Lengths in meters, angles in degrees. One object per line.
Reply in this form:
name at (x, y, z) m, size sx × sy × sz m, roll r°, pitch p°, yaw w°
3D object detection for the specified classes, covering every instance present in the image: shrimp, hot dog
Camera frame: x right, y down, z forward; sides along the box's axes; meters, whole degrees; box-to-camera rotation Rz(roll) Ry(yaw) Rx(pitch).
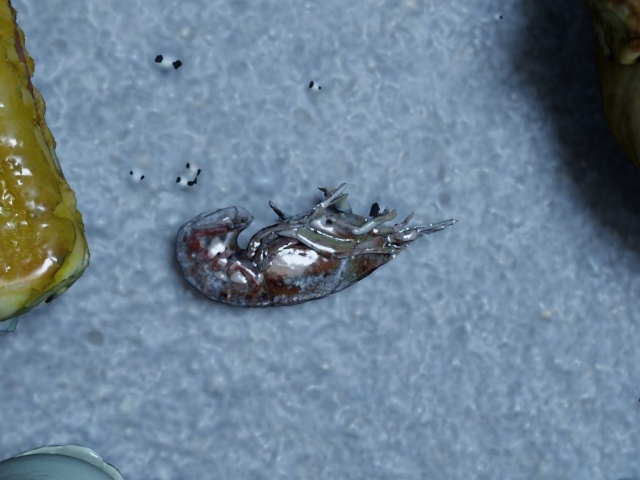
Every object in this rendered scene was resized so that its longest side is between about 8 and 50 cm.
shrimp at (0.000, 0.000, 0.493) m, size 0.165 × 0.056 × 0.065 m, roll -14°, pitch 85°, yaw -14°
hot dog at (-0.181, -0.096, 0.424) m, size 0.083 × 0.068 × 0.288 m, roll -21°, pitch 76°, yaw 3°

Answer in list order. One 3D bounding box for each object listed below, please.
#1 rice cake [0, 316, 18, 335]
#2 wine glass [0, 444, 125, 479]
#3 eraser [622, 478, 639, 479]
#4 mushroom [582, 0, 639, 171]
rice cake at (-0.269, -0.018, 0.445) m, size 0.237 × 0.043 × 0.127 m, roll 7°, pitch 88°, yaw -12°
wine glass at (-0.133, 0.157, 0.390) m, size 0.111 × 0.204 × 0.111 m, roll 1°, pitch 85°, yaw -10°
eraser at (0.187, 0.281, 0.493) m, size 0.174 × 0.081 × 0.226 m, roll -23°, pitch 95°, yaw -41°
mushroom at (0.259, -0.115, 0.476) m, size 0.283 × 0.195 × 0.263 m, roll 27°, pitch 75°, yaw -25°
